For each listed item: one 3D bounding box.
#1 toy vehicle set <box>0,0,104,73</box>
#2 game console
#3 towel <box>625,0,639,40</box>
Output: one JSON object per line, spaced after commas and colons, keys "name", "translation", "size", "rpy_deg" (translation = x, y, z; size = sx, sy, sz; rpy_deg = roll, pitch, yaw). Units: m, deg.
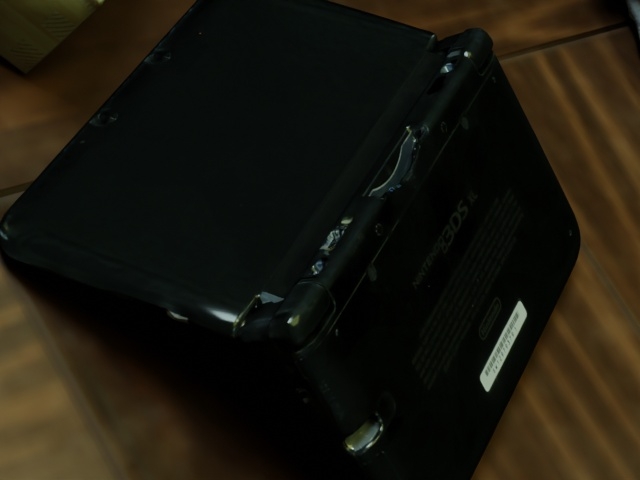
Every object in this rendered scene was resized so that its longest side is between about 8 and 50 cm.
{"name": "toy vehicle set", "translation": [-0.139, -0.181, 0.385], "size": [0.267, 0.035, 0.166], "rpy_deg": [38, 45, -22]}
{"name": "game console", "translation": [0.000, 0.000, 0.406], "size": [0.107, 0.071, 0.122], "rpy_deg": [60, 42, -26]}
{"name": "towel", "translation": [0.183, -0.180, 0.572], "size": [0.235, 0.121, 0.283], "rpy_deg": [2, 59, -31]}
